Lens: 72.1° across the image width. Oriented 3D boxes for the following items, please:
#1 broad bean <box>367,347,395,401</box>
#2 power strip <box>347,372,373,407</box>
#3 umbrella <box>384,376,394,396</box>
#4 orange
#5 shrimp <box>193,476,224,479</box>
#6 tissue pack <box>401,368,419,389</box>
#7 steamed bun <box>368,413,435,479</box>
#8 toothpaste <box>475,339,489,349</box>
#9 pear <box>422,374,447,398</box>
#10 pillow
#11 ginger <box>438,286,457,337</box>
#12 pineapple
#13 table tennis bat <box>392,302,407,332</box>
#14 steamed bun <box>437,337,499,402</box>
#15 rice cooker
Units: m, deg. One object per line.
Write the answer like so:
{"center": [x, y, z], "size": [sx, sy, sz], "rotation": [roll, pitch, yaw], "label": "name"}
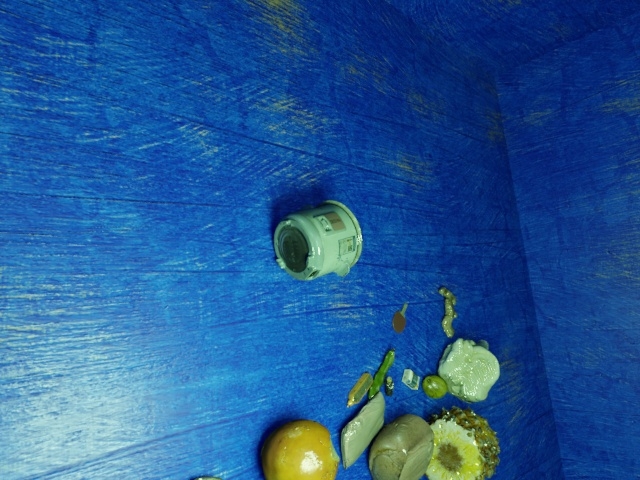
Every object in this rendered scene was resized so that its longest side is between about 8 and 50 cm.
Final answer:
{"center": [0.256, 0.561, 1.833], "size": [0.052, 0.053, 0.256], "rotation": [33, 57, 3], "label": "broad bean"}
{"center": [0.155, 0.594, 1.741], "size": [0.178, 0.028, 0.049], "rotation": [-39, 108, -43], "label": "power strip"}
{"center": [0.284, 0.604, 1.814], "size": [0.037, 0.040, 0.144], "rotation": [-27, 139, -15], "label": "umbrella"}
{"center": [-0.062, 0.675, 1.353], "size": [0.240, 0.240, 0.240], "rotation": [14, 70, -42], "label": "orange"}
{"center": [-0.381, 0.779, 1.109], "size": [0.445, 0.110, 0.221], "rotation": [-17, 86, -49], "label": "shrimp"}
{"center": [0.407, 0.624, 1.975], "size": [0.083, 0.042, 0.062], "rotation": [44, 50, -29], "label": "tissue pack"}
{"center": [0.294, 0.812, 1.695], "size": [0.251, 0.199, 0.301], "rotation": [-17, 125, -36], "label": "steamed bun"}
{"center": [0.802, 0.623, 2.362], "size": [0.299, 0.073, 0.114], "rotation": [-20, 94, -39], "label": "toothpaste"}
{"center": [0.530, 0.678, 2.037], "size": [0.131, 0.107, 0.107], "rotation": [42, 53, -35], "label": "pear"}
{"center": [0.165, 0.722, 1.680], "size": [0.270, 0.067, 0.173], "rotation": [-25, 116, -46], "label": "pillow"}
{"center": [0.679, 0.373, 2.301], "size": [0.149, 0.065, 0.259], "rotation": [4, 74, -47], "label": "ginger"}
{"center": [0.601, 0.897, 1.898], "size": [0.300, 0.352, 0.353], "rotation": [16, 69, -49], "label": "pineapple"}
{"center": [0.371, 0.355, 2.033], "size": [0.087, 0.013, 0.156], "rotation": [47, 52, -23], "label": "table tennis bat"}
{"center": [0.706, 0.631, 2.152], "size": [0.268, 0.207, 0.280], "rotation": [31, 79, 1], "label": "steamed bun"}
{"center": [0.000, 0.000, 1.574], "size": [0.316, 0.264, 0.317], "rotation": [18, 45, -19], "label": "rice cooker"}
